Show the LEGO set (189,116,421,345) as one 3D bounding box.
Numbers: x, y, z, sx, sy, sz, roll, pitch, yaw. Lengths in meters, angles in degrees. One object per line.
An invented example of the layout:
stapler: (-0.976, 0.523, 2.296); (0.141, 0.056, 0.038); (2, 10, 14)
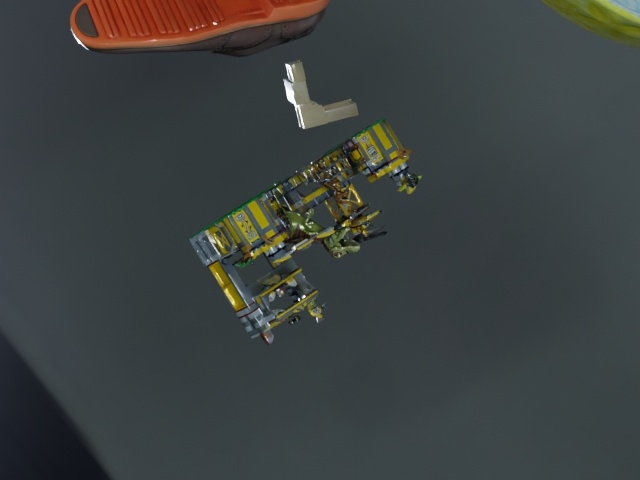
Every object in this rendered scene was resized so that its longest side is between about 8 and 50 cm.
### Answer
LEGO set: (0.000, 0.000, 2.569); (0.331, 0.192, 0.255); (-34, 3, -36)

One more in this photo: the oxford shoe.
oxford shoe: (-0.117, -0.213, 1.920); (0.271, 0.097, 0.098); (-10, -32, -18)

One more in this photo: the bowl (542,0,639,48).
bowl: (0.209, -0.243, 1.267); (0.289, 0.289, 0.156); (-41, 2, -22)

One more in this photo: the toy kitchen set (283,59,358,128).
toy kitchen set: (-0.003, -0.194, 2.460); (0.075, 0.083, 0.068); (-15, 12, -8)
